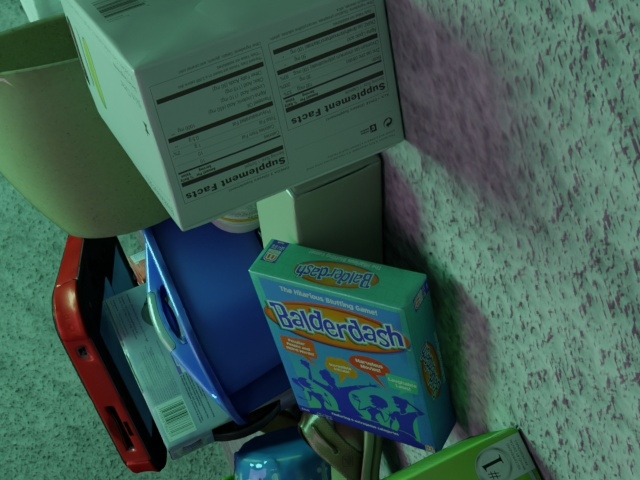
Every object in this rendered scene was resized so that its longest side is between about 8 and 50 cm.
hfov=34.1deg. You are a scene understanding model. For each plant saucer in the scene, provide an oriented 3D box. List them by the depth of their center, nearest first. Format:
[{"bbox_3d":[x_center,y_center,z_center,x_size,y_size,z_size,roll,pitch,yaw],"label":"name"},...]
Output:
[{"bbox_3d":[-0.124,0.284,1.785,0.241,0.037,0.241,25,176,2],"label":"plant saucer"}]

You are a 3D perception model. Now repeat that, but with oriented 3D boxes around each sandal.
[{"bbox_3d":[0.020,0.254,1.293,0.120,0.086,0.302,-170,75,-70],"label":"sandal"}]

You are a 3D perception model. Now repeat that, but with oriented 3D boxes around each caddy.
[{"bbox_3d":[-0.141,0.077,1.393,0.241,0.179,0.341,70,174,-65],"label":"caddy"}]

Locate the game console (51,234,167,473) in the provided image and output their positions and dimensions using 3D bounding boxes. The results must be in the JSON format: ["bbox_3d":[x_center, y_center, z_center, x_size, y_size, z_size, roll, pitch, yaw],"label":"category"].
[{"bbox_3d":[-0.324,0.151,1.697,0.342,0.060,0.386,-93,-11,-56],"label":"game console"}]

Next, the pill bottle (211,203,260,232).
[{"bbox_3d":[-0.092,-0.089,1.192,0.117,0.118,0.208,62,165,20],"label":"pill bottle"}]

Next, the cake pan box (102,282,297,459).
[{"bbox_3d":[-0.155,0.159,1.530,0.266,0.246,0.070,61,168,22],"label":"cake pan box"}]

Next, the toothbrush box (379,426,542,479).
[{"bbox_3d":[0.072,0.310,0.875,0.206,0.283,0.122,66,166,9],"label":"toothbrush box"}]

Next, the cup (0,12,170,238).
[{"bbox_3d":[-0.267,-0.142,1.274,0.331,0.331,0.236,-141,36,-61],"label":"cup"}]

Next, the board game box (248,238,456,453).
[{"bbox_3d":[0.034,0.101,0.975,0.160,0.047,0.210,13,139,29],"label":"board game box"}]

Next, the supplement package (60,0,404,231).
[{"bbox_3d":[-0.085,-0.158,0.893,0.262,0.204,0.145,47,156,52],"label":"supplement package"}]

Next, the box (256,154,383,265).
[{"bbox_3d":[0.000,0.000,1.043,0.113,0.094,0.275,56,161,36],"label":"box"}]

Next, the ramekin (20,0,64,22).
[{"bbox_3d":[-0.543,-0.557,2.057,0.277,0.135,0.277,58,163,29],"label":"ramekin"}]

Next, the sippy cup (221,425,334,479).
[{"bbox_3d":[-0.026,0.392,1.500,0.240,0.306,0.224,-29,-71,-77],"label":"sippy cup"}]

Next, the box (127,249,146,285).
[{"bbox_3d":[-0.228,0.104,1.892,0.300,0.154,0.142,36,146,61],"label":"box"}]

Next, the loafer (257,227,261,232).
[{"bbox_3d":[-0.048,-0.007,1.320,0.039,0.045,0.125,45,178,-21],"label":"loafer"}]
